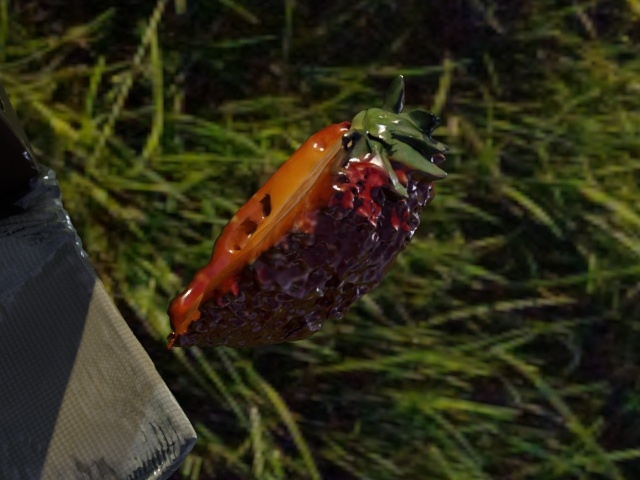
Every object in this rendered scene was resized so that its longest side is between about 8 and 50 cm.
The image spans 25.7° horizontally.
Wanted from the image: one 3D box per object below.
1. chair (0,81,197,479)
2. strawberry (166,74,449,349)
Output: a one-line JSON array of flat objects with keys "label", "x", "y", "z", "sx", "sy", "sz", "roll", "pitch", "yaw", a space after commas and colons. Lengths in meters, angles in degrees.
[{"label": "chair", "x": -0.209, "y": -0.010, "z": 0.679, "sx": 0.160, "sy": 0.319, "sz": 0.186, "roll": -29, "pitch": 154, "yaw": 0}, {"label": "strawberry", "x": 0.003, "y": -0.003, "z": 0.806, "sx": 0.085, "sy": 0.140, "sz": 0.192, "roll": 43, "pitch": 58, "yaw": -15}]
